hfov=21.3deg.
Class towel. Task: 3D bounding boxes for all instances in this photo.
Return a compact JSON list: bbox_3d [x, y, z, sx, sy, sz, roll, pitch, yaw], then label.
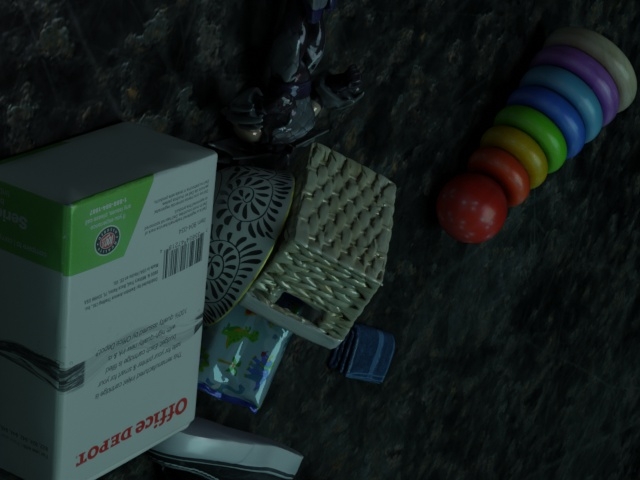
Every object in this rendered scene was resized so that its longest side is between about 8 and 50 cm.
[{"bbox_3d":[0.055,0.137,2.065,0.119,0.029,0.067,21,89,-61],"label":"towel"}]

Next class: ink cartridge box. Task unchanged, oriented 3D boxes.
[{"bbox_3d":[-0.200,0.055,1.489,0.198,0.114,0.273,-25,128,-52],"label":"ink cartridge box"}]

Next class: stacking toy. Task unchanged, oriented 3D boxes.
[{"bbox_3d":[0.263,-0.120,2.171,0.330,0.141,0.141,-49,145,-23],"label":"stacking toy"}]

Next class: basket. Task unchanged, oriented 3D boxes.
[{"bbox_3d":[0.000,0.000,1.634,0.103,0.113,0.167,-53,-163,38],"label":"basket"}]

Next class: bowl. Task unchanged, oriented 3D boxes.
[{"bbox_3d":[-0.102,-0.012,1.622,0.080,0.170,0.170,31,77,-17],"label":"bowl"}]

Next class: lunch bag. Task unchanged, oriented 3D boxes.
[{"bbox_3d":[-0.085,0.095,1.712,0.129,0.096,0.151,-66,-164,-3],"label":"lunch bag"}]

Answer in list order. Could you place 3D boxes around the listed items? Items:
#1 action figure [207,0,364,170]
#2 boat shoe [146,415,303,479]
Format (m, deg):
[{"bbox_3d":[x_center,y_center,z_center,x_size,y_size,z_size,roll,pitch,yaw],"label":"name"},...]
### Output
[{"bbox_3d":[-0.024,-0.174,1.669,0.185,0.099,0.285,-34,140,-59],"label":"action figure"},{"bbox_3d":[-0.112,0.245,1.779,0.102,0.108,0.301,-69,158,-5],"label":"boat shoe"}]
